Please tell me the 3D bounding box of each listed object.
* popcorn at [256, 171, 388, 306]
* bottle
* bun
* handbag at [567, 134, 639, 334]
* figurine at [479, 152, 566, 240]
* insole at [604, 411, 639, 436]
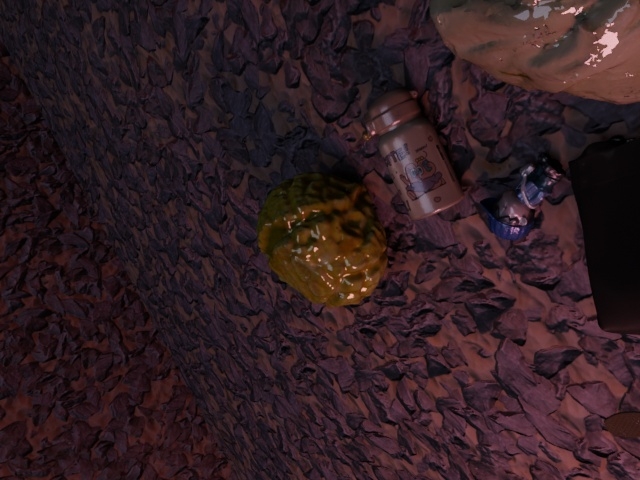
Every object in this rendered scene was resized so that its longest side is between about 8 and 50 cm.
[{"bbox_3d":[0.000,0.000,0.973,0.270,0.224,0.258,17,131,33],"label":"popcorn"},{"bbox_3d":[0.144,-0.142,0.821,0.110,0.097,0.209,-25,93,13],"label":"bottle"},{"bbox_3d":[0.284,-0.293,0.472,0.362,0.234,0.326,13,118,23],"label":"bun"},{"bbox_3d":[0.407,-0.024,0.548,0.285,0.113,0.257,132,126,-75],"label":"handbag"},{"bbox_3d":[0.305,-0.060,0.740,0.079,0.077,0.136,32,126,-18],"label":"figurine"},{"bbox_3d":[0.503,0.282,0.769,0.135,0.002,0.045,-33,88,50],"label":"insole"}]
